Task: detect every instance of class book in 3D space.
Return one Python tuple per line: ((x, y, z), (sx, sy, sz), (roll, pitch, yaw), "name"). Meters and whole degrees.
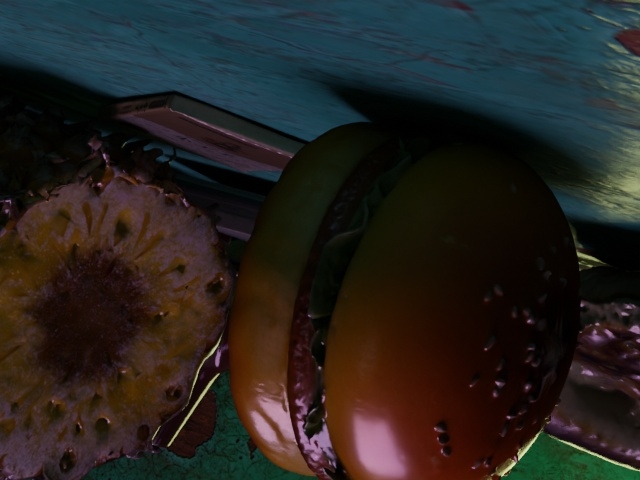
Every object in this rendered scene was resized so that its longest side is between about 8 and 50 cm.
((-0.085, -0.081, 1.260), (0.138, 0.016, 0.198), (19, 175, -22), "book")

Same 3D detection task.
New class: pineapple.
((-0.273, 0.026, 1.406), (0.300, 0.352, 0.352), (30, -176, 38), "pineapple")

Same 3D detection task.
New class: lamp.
((0.000, 0.000, 1.622), (0.269, 0.047, 0.266), (15, 177, 28), "lamp")

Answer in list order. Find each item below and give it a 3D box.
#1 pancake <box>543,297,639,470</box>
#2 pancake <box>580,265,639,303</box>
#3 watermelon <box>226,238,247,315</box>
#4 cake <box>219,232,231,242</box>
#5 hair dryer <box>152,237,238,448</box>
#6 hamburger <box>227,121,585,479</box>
((0.307, 0.135, 1.201), (0.426, 0.067, 0.305), (25, 160, -21), "pancake")
((0.366, 0.101, 1.297), (0.387, 0.082, 0.387), (19, 168, 4), "pancake")
((-0.026, 0.066, 1.821), (0.204, 0.127, 0.232), (17, -166, 24), "watermelon")
((-0.311, 0.046, 2.019), (0.319, 0.269, 0.270), (14, 173, 44), "cake")
((-0.217, 0.067, 2.172), (0.340, 0.312, 0.123), (39, -172, 34), "hair dryer")
((0.067, 0.050, 0.970), (0.170, 0.246, 0.246), (12, 173, 32), "hamburger")
